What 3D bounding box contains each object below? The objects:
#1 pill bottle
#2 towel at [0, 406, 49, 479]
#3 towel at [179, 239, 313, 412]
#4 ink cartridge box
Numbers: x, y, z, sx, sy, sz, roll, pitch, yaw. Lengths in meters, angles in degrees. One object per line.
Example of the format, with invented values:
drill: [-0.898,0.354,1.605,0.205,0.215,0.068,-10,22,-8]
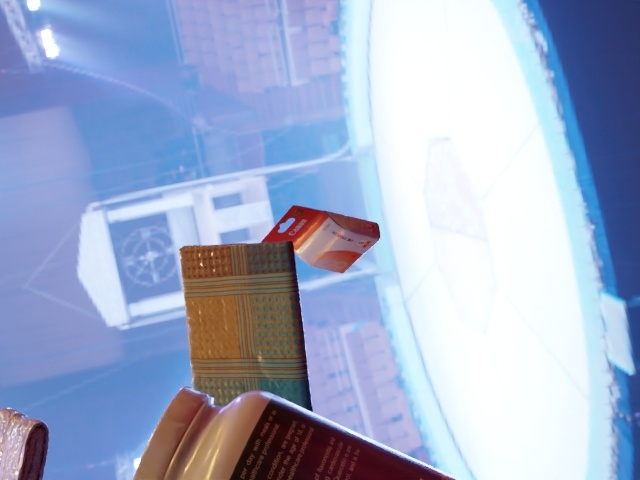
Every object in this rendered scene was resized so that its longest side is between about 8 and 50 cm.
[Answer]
pill bottle: [-0.017,0.268,0.896,0.181,0.323,0.181,24,-90,-85]
towel: [-0.506,0.416,1.431,0.187,0.049,0.282,-1,78,52]
towel: [-0.133,0.187,1.597,0.040,0.271,0.370,-10,-84,-54]
ink cartridge box: [0.000,0.000,1.664,0.145,0.179,0.045,-45,44,48]
